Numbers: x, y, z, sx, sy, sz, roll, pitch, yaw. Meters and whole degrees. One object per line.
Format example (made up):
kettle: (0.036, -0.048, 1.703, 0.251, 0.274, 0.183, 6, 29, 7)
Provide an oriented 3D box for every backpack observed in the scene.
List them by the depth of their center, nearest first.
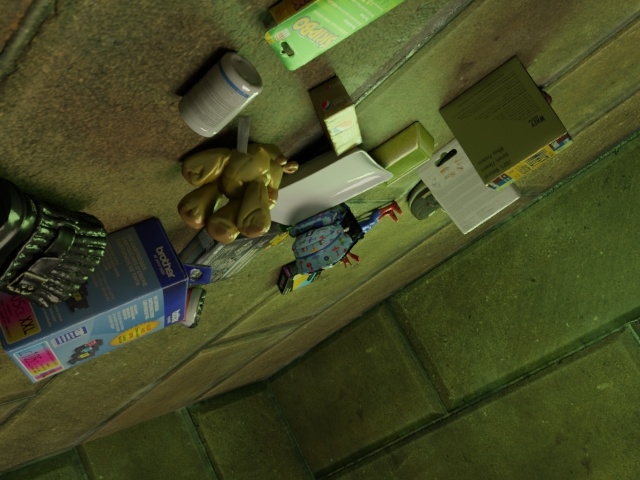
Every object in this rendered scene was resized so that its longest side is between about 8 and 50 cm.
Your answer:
backpack: (0.000, 0.000, 1.596, 0.158, 0.117, 0.173, -17, -159, 34)

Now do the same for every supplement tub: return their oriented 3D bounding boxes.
supplement tub: (-0.138, -0.201, 0.934, 0.107, 0.071, 0.071, -36, 163, 26)

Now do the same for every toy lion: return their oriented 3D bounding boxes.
toy lion: (-0.103, -0.013, 1.691, 0.100, 0.034, 0.096, -39, 169, 32)

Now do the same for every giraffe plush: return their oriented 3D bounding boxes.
giraffe plush: (-0.128, -0.103, 1.172, 0.210, 0.181, 0.170, -66, 169, 7)

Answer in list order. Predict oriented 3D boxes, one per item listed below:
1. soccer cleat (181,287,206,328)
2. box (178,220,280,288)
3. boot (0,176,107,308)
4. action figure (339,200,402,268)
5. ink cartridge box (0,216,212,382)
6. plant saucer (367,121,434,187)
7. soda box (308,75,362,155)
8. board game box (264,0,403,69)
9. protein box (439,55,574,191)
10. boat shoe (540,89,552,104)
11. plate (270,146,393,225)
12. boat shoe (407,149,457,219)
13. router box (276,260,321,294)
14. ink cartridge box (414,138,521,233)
soccer cleat: (-0.355, 0.160, 1.712, 0.116, 0.109, 0.318, 15, 170, -8)
box: (-0.227, 0.027, 1.548, 0.183, 0.056, 0.231, -13, 159, -46)
boot: (-0.507, 0.051, 0.989, 0.348, 0.131, 0.260, -29, 165, 2)
action figure: (0.117, 0.002, 1.936, 0.280, 0.139, 0.091, -22, 163, -13)
ink cartridge box: (-0.413, 0.109, 1.323, 0.395, 0.151, 0.270, -24, 164, -20)
plant saucer: (0.180, -0.188, 1.586, 0.188, 0.045, 0.188, -33, 165, 15)
soda box: (0.030, -0.216, 1.196, 0.058, 0.061, 0.181, -28, 165, 1)
board game box: (0.045, -0.329, 0.909, 0.259, 0.039, 0.124, -33, 164, 7)
protein box: (0.409, -0.250, 1.486, 0.200, 0.201, 0.136, -35, 163, 21)
boat shoe: (0.502, -0.301, 1.727, 0.207, 0.073, 0.073, -38, 160, 32)
plate: (-0.004, -0.119, 1.439, 0.277, 0.045, 0.278, -25, 166, 16)
boat shoe: (0.364, -0.135, 1.914, 0.132, 0.130, 0.355, -21, 163, -26)
router box: (-0.061, 0.103, 2.107, 0.133, 0.046, 0.179, -23, 164, -17)
ink cartridge box: (0.384, -0.155, 1.769, 0.181, 0.225, 0.056, -37, -176, 28)
